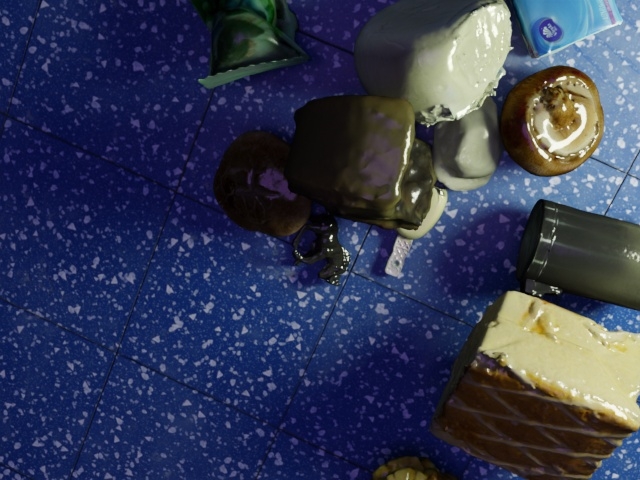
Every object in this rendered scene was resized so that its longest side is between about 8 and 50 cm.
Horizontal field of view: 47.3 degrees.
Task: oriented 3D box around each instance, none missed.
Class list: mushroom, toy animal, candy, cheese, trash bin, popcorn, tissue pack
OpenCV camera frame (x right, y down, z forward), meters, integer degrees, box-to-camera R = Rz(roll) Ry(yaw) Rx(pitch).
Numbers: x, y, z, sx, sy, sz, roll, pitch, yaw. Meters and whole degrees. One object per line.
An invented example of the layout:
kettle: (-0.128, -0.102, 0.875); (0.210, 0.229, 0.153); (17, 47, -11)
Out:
mushroom: (0.521, -0.265, 1.645); (0.253, 0.153, 0.253); (-3, 99, -17)
toy animal: (0.000, 0.000, 1.853); (0.148, 0.084, 0.232); (-4, 101, -2)
candy: (-0.193, -0.564, 1.709); (0.263, 0.172, 0.397); (-15, 87, 8)
cheese: (0.216, -0.030, 1.815); (0.127, 0.050, 0.255); (22, 105, 3)
trash bin: (0.628, 0.039, 1.687); (0.302, 0.203, 0.252); (14, 78, 5)
mushroom: (-0.144, -0.131, 1.799); (0.278, 0.146, 0.278); (6, 105, 25)
popcorn: (0.226, 0.694, 1.899); (0.332, 0.225, 0.264); (-21, 104, 25)
tissue pack: (0.513, -0.556, 1.598); (0.198, 0.146, 0.263); (-22, 99, 14)

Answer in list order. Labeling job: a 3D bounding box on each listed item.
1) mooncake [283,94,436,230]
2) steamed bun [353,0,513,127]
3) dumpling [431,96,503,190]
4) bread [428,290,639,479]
mooncake: (0.120, -0.155, 1.594); (0.394, 0.393, 0.246); (14, 89, -31)
steamed bun: (0.243, -0.398, 1.609); (0.334, 0.312, 0.232); (-34, 125, -24)
dumpling: (0.343, -0.228, 1.712); (0.163, 0.132, 0.250); (1, 118, 0)
bread: (0.493, 0.341, 1.683); (0.390, 0.279, 0.371); (20, 134, 5)
